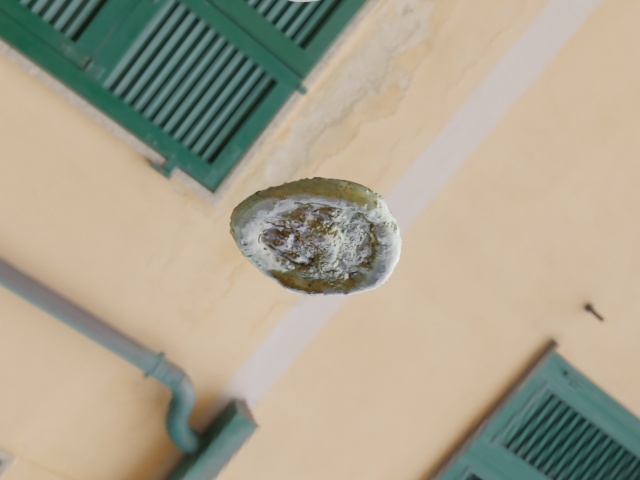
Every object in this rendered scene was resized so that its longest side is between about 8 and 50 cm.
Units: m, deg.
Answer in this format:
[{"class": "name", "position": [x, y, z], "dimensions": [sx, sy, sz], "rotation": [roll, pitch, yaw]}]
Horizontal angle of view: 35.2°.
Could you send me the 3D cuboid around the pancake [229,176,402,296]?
[{"class": "pancake", "position": [0.000, 0.001, 0.590], "dimensions": [0.108, 0.108, 0.017], "rotation": [-30, -144, 41]}]
